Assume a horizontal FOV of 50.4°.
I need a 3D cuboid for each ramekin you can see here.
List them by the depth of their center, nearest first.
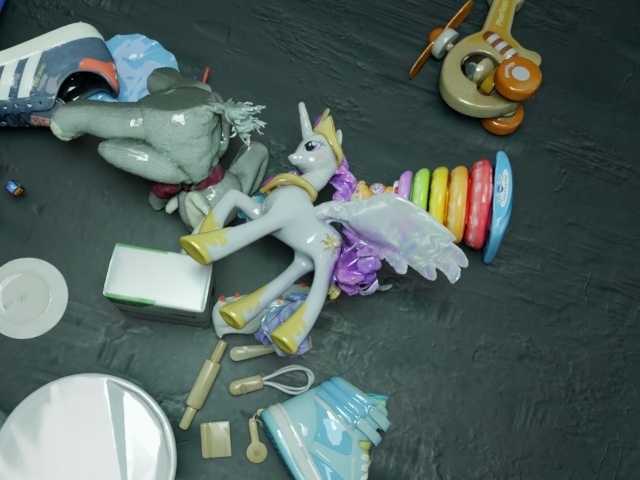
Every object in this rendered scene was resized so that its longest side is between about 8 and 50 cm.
[{"bbox_3d":[-0.360,0.347,1.077,0.273,0.127,0.273,1,77,-6],"label":"ramekin"}]

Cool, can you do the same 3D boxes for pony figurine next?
[{"bbox_3d":[0.000,0.000,1.053,0.351,0.303,0.363,48,58,-12],"label":"pony figurine"}]

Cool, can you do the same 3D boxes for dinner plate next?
[{"bbox_3d":[-0.510,0.098,1.171,0.141,0.017,0.141,1,78,-5],"label":"dinner plate"}]

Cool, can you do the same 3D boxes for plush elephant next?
[{"bbox_3d":[-0.225,-0.124,1.148,0.330,0.255,0.272,14,35,25],"label":"plush elephant"}]

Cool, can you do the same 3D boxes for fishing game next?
[{"bbox_3d":[-0.349,-0.288,1.263,0.264,0.041,0.189,15,83,-7],"label":"fishing game"}]

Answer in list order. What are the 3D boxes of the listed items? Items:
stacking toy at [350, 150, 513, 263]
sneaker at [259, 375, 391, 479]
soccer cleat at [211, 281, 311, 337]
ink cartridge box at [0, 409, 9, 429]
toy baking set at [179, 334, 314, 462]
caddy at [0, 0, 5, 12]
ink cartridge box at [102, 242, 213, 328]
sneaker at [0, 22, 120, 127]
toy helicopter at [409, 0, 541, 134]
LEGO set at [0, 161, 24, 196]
[{"bbox_3d":[0.188,-0.073,1.238,0.302,0.166,0.175,6,67,10],"label":"stacking toy"},{"bbox_3d":[0.062,0.372,1.125,0.208,0.127,0.319,-30,91,-18],"label":"sneaker"},{"bbox_3d":[-0.096,0.122,1.195,0.196,0.076,0.068,-8,38,-23],"label":"soccer cleat"},{"bbox_3d":[-0.538,0.287,1.072,0.088,0.122,0.052,39,73,2],"label":"ink cartridge box"},{"bbox_3d":[-0.121,0.262,1.175,0.197,0.030,0.256,21,82,-8],"label":"toy baking set"},{"bbox_3d":[-0.710,-0.448,1.153,0.341,0.241,0.179,18,72,-2],"label":"caddy"},{"bbox_3d":[-0.252,0.081,1.107,0.153,0.208,0.087,10,74,-5],"label":"ink cartridge box"},{"bbox_3d":[-0.505,-0.232,1.146,0.350,0.131,0.148,-30,83,-11],"label":"sneaker"},{"bbox_3d":[0.321,-0.393,1.338,0.235,0.140,0.355,18,65,7],"label":"toy helicopter"},{"bbox_3d":[-0.642,-0.094,1.191,0.244,0.060,0.182,-18,81,2],"label":"LEGO set"}]
